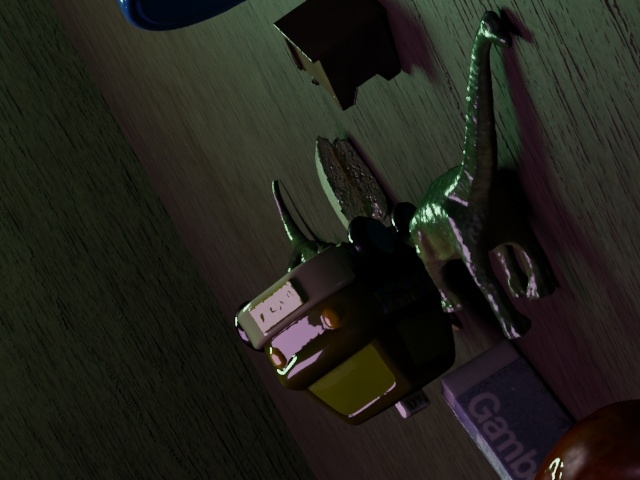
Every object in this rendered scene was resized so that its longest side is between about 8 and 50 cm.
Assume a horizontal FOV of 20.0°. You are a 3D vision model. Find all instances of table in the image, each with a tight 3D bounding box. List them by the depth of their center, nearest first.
[{"bbox_3d":[0.019,-0.181,1.687,0.070,0.083,0.082,47,169,40],"label":"table"}]

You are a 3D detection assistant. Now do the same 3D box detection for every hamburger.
[{"bbox_3d":[0.030,-0.063,2.061,0.121,0.054,0.084,60,174,10],"label":"hamburger"}]

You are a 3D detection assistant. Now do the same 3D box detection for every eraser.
[{"bbox_3d":[0.214,0.207,1.841,0.212,0.092,0.046,54,169,26],"label":"eraser"}]

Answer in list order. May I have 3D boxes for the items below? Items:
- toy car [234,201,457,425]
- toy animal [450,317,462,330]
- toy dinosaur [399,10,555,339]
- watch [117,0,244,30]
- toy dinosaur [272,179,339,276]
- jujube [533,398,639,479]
[{"bbox_3d":[0.051,0.095,1.900,0.198,0.204,0.248,57,-149,7],"label":"toy car"},{"bbox_3d":[0.096,0.061,2.063,0.098,0.137,0.098,2,-90,-75],"label":"toy animal"},{"bbox_3d":[0.106,-0.064,1.602,0.301,0.087,0.447,61,163,-17],"label":"toy dinosaur"},{"bbox_3d":[-0.113,-0.274,1.430,0.241,0.305,0.274,57,162,13],"label":"watch"},{"bbox_3d":[0.000,0.000,2.472,0.187,0.087,0.179,-12,73,63],"label":"toy dinosaur"},{"bbox_3d":[0.267,0.255,1.408,0.223,0.223,0.318,52,176,33],"label":"jujube"}]
